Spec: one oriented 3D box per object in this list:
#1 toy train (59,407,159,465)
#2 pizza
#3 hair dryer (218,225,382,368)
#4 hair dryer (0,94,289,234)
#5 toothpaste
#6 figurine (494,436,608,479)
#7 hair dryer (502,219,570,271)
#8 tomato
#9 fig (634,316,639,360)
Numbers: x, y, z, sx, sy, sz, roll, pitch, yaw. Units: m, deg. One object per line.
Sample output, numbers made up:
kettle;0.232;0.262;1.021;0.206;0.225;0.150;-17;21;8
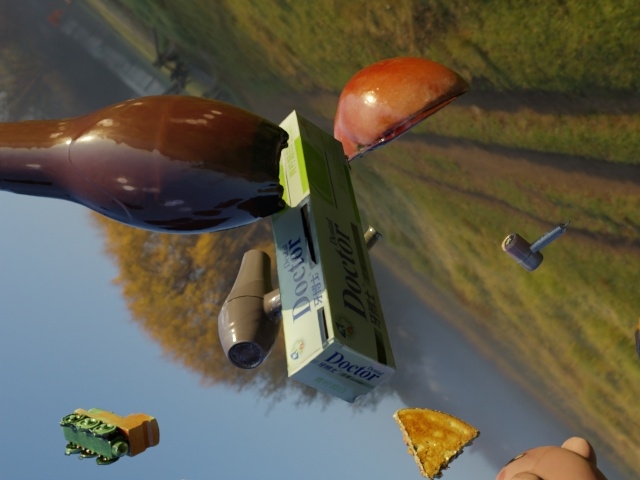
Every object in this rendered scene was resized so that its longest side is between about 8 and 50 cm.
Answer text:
toy train;-0.221;0.197;0.752;0.103;0.044;0.064;3;-165;38
pizza;0.246;0.467;1.657;0.201;0.053;0.193;18;-140;13
hair dryer;-0.035;0.068;1.398;0.121;0.361;0.301;51;-159;-27
hair dryer;-0.164;-0.061;0.765;0.313;0.123;0.340;3;176;10
toothpaste;0.000;0.000;0.740;0.081;0.067;0.336;29;-148;-32
figurine;0.283;0.336;0.886;0.173;0.173;0.173;39;180;0
hair dryer;0.358;-0.002;1.186;0.063;0.114;0.037;39;-143;-13
tomato;0.105;-0.207;1.056;0.112;0.199;0.228;60;153;-6
fig;0.565;0.199;0.872;0.286;0.286;0.368;38;-145;-73
